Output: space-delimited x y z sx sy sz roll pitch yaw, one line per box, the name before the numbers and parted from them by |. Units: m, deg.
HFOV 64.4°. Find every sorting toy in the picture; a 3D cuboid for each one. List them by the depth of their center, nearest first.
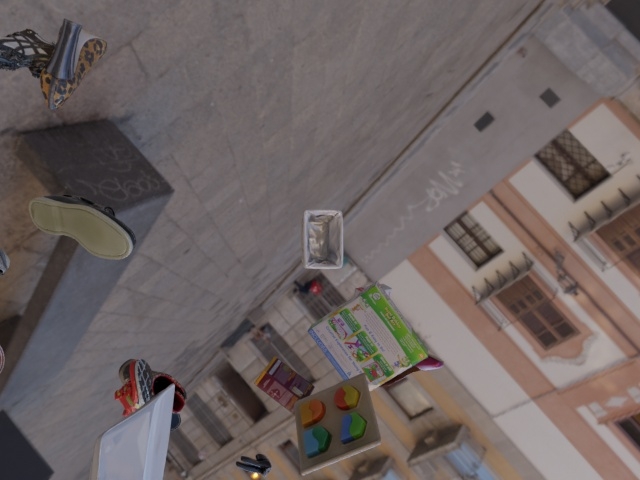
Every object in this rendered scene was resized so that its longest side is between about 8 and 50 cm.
sorting toy | 0.029 0.405 1.152 0.192 0.038 0.208 -26 -150 9

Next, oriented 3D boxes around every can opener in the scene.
can opener | -0.242 0.815 1.841 0.059 0.073 0.186 -57 140 -2

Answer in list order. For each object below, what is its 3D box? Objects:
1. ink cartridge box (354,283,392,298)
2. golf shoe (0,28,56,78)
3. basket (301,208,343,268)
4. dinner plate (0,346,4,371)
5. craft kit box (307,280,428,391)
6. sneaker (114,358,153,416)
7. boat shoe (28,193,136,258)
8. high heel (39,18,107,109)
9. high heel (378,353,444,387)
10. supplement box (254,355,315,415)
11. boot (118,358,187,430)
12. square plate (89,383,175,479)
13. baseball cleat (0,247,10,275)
ink cartridge box | 0.209 0.241 2.026 0.150 0.109 0.063 -5 -163 -33
golf shoe | -0.661 -0.418 1.104 0.077 0.094 0.198 -20 166 31
basket | 0.000 0.000 1.463 0.113 0.168 0.103 1 174 -10
dinner plate | -1.067 0.375 1.610 0.017 0.141 0.141 -15 -179 13
craft kit box | 0.133 0.283 1.442 0.246 0.250 0.061 -35 -178 19
sneaker | -0.643 0.518 1.733 0.107 0.118 0.279 -88 -174 -59
boat shoe | -0.577 -0.047 1.284 0.113 0.339 0.127 -36 132 -56
high heel | -0.560 -0.386 1.147 0.261 0.093 0.186 -128 -122 -72
high heel | 0.357 0.533 2.049 0.377 0.127 0.182 -22 -135 68
supplement box | -0.128 0.523 1.831 0.081 0.188 0.104 -55 175 26
boot | -0.645 0.655 2.071 0.284 0.378 0.138 -4 -153 47
square plate | -0.465 0.560 1.227 0.344 0.049 0.348 -13 112 -80
baseball cleat | -1.090 0.026 1.647 0.072 0.206 0.109 -31 -147 -1
